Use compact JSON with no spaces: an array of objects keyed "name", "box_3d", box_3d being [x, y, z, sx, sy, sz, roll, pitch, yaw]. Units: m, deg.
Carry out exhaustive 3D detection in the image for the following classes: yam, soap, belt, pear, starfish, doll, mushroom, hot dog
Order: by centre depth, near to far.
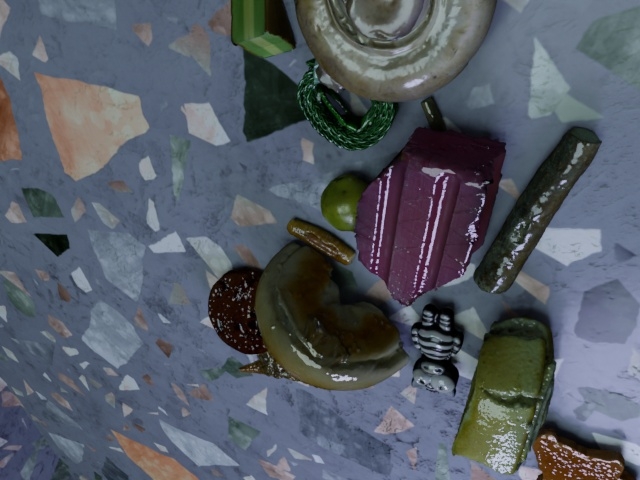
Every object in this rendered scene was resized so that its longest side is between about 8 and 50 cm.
[{"name":"mushroom","box_3d":[0.082,-0.280,0.673,0.254,0.184,0.255,3,116,6]},{"name":"yam","box_3d":[0.295,-0.034,0.801,0.061,0.061,0.274,28,130,11]},{"name":"yam","box_3d":[0.174,-0.150,0.818,0.021,0.021,0.116,-15,113,38]},{"name":"belt","box_3d":[0.039,-0.206,0.828,0.151,0.079,0.121,30,123,-6]},{"name":"soap","box_3d":[0.150,-0.023,0.846,0.182,0.112,0.289,23,136,22]},{"name":"pear","box_3d":[0.045,-0.055,0.921,0.092,0.092,0.097,-17,111,38]},{"name":"doll","box_3d":[0.206,0.207,1.023,0.090,0.067,0.220,9,128,21]},{"name":"hot dog","box_3d":[0.000,0.000,1.028,0.137,0.028,0.044,32,126,9]},{"name":"starfish","box_3d":[-0.089,0.246,1.247,0.247,0.050,0.138,-1,121,24]}]

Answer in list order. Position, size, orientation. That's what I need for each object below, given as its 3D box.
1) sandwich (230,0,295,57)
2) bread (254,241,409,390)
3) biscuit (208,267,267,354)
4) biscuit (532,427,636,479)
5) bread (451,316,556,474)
[{"name":"sandwich","box_3d":[-0.084,-0.343,0.847,0.074,0.074,0.117,-2,88,33]},{"name":"bread","box_3d":[0.000,0.172,1.036,0.314,0.192,0.171,38,139,2]},{"name":"biscuit","box_3d":[-0.150,0.147,1.183,0.192,0.049,0.192,10,110,29]},{"name":"biscuit","box_3d":[0.486,0.436,1.035,0.280,0.043,0.183,44,137,-10]},{"name":"bread","box_3d":[0.301,0.249,0.918,0.124,0.186,0.257,17,121,25]}]
